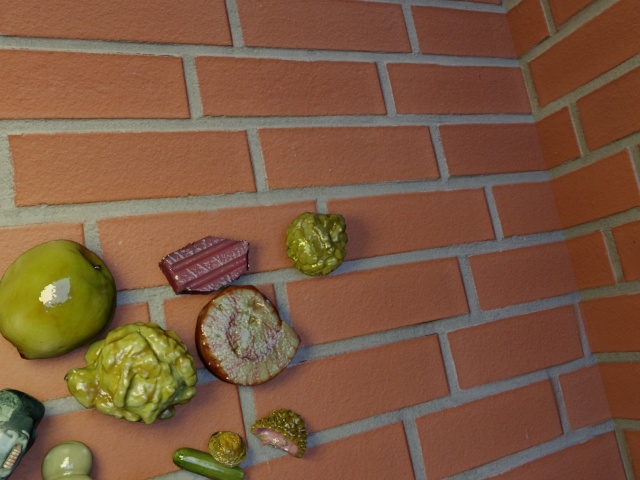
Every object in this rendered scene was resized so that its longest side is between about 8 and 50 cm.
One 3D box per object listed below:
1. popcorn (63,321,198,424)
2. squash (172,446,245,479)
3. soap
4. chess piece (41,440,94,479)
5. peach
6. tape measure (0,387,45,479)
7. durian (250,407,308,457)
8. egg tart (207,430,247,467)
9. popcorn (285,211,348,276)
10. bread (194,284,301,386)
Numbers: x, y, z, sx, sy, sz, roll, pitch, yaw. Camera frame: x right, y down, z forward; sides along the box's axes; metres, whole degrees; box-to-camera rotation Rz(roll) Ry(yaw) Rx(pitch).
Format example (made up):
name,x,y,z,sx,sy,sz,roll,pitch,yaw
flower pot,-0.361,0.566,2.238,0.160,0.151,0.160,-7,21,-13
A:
name,x,y,z,sx,sy,sz,roll,pitch,yaw
popcorn,-0.515,0.374,1.642,0.279,0.274,0.335,-40,128,10
squash,-0.341,0.694,1.763,0.239,0.069,0.069,26,68,-16
soap,-0.359,0.077,1.879,0.289,0.112,0.182,-29,91,-27
chess piece,-0.672,0.706,1.528,0.183,0.182,0.330,-1,53,-25
peach,-0.734,0.166,1.597,0.316,0.281,0.314,-33,98,-18
tape measure,-0.831,0.527,1.479,0.147,0.256,0.274,31,93,-16
durian,-0.118,0.628,1.861,0.182,0.165,0.132,41,95,14
egg tart,-0.286,0.641,1.778,0.131,0.052,0.130,19,32,-12
popcorn,0.000,0.000,2.013,0.259,0.212,0.258,2,83,-21
bread,-0.252,0.317,1.869,0.295,0.114,0.327,-41,96,-25
